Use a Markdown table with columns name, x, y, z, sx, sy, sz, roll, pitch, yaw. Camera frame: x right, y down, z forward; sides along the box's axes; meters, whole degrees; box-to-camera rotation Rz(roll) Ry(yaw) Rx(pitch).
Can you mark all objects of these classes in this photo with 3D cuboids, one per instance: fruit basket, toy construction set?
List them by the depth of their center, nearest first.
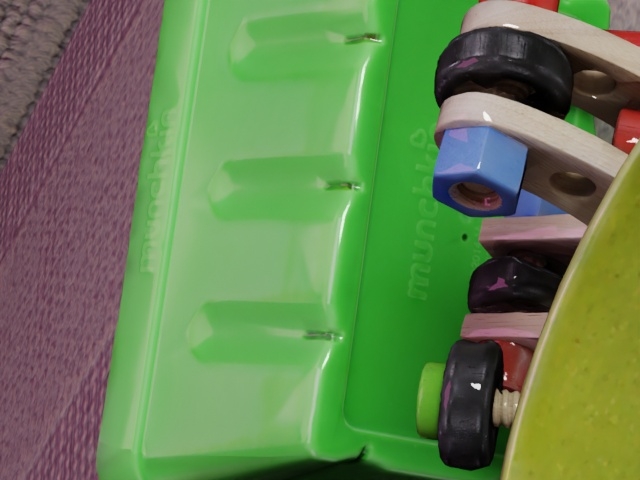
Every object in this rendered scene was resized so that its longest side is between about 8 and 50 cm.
| name | x | y | z | sx | sy | sz | roll | pitch | yaw |
| --- | --- | --- | --- | --- | --- | --- | --- | --- | --- |
| toy construction set | 0.184 | -0.026 | 0.930 | 0.309 | 0.237 | 0.257 | -70 | -19 | -51 |
| fruit basket | 0.000 | 0.000 | 1.225 | 0.392 | 0.283 | 0.392 | -28 | 56 | 51 |

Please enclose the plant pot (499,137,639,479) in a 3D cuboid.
| name | x | y | z | sx | sy | sz | roll | pitch | yaw |
| --- | --- | --- | --- | --- | --- | --- | --- | --- | --- |
| plant pot | 0.232 | 0.095 | 0.479 | 0.275 | 0.294 | 0.274 | -52 | 28 | 42 |
